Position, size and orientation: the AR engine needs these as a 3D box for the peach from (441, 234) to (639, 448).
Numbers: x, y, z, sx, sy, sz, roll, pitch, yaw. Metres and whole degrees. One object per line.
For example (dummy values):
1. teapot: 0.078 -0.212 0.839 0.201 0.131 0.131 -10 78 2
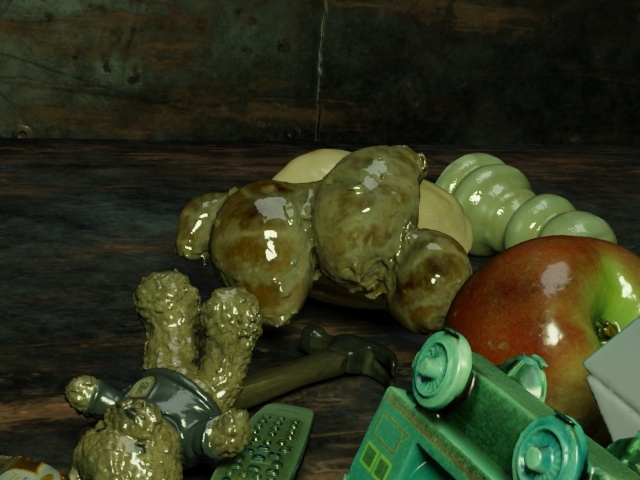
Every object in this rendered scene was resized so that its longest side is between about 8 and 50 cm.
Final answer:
1. peach: 0.246 0.112 1.246 0.252 0.253 0.252 4 14 -1

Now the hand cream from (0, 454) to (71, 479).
1. hand cream: -0.248 0.221 1.020 0.163 0.039 0.062 12 41 30

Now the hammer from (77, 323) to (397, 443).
1. hammer: -0.081 0.167 1.293 0.168 0.044 0.439 14 17 38

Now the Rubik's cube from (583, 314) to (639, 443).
1. Rubik's cube: 0.433 0.140 0.930 0.358 0.387 0.368 -1 59 -29

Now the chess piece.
1. chess piece: 0.348 -0.017 1.966 0.182 0.182 0.330 -5 23 -35

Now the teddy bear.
1. teddy bear: -0.135 0.152 1.105 0.181 0.129 0.251 4 47 30

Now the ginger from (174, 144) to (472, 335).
1. ginger: 0.000 0.000 1.486 0.375 0.256 0.176 -1 -25 5

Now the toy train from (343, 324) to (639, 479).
1. toy train: 0.143 0.198 0.953 0.120 0.194 0.298 20 9 -30

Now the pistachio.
1. pistachio: 0.053 -0.009 1.690 0.321 0.229 0.238 10 48 -4

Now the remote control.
1. remote control: -0.051 0.208 1.131 0.072 0.042 0.222 7 15 10
